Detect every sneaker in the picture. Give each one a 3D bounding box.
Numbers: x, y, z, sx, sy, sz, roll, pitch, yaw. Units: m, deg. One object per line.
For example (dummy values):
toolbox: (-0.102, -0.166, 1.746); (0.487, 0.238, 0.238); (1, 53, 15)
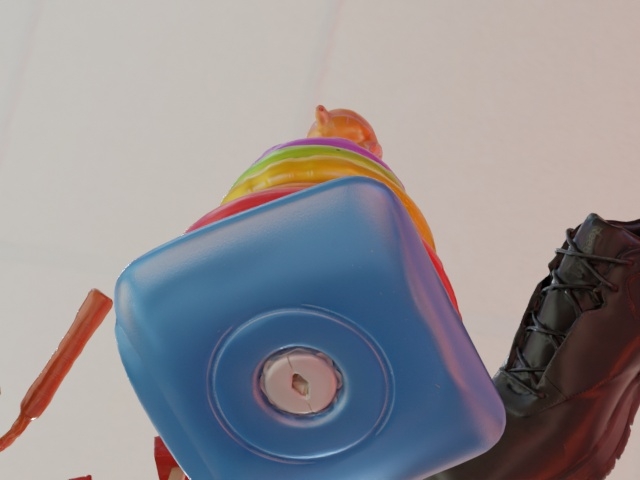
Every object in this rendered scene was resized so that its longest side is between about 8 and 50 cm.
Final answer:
sneaker: (0.167, 0.056, 1.093); (0.286, 0.130, 0.109); (-40, -144, -16)

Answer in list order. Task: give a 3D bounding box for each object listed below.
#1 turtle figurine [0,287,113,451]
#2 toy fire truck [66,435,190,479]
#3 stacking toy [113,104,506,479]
turtle figurine: (-0.220, 0.065, 0.643); (0.269, 0.217, 0.087); (-30, -106, 4)
toy fire truck: (-0.201, 0.282, 1.834); (0.192, 0.135, 0.047); (-106, -172, -62)
stacking toy: (0.000, 0.000, 0.983); (0.165, 0.175, 0.302); (-21, -155, 15)
